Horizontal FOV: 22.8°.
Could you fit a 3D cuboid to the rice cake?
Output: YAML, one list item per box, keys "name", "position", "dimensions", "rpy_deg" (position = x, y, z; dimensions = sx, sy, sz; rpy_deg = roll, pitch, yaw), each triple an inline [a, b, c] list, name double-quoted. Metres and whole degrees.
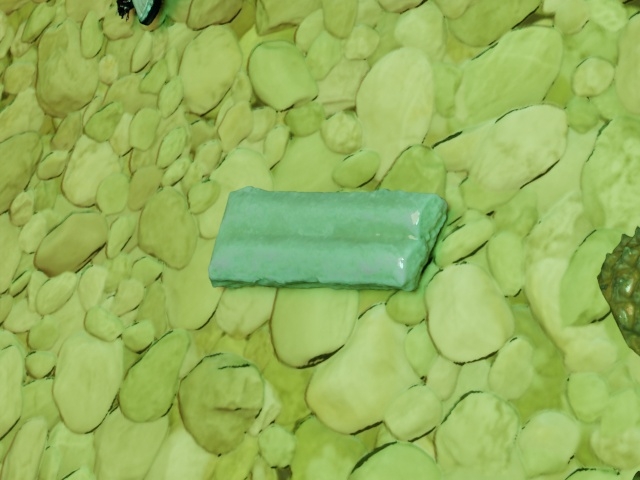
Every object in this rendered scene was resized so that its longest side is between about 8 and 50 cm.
- name: "rice cake"
  position: [0.000, 0.000, 1.272]
  dimensions: [0.226, 0.040, 0.085]
  rpy_deg: [1, 72, 41]

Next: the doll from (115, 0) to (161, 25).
- name: "doll"
  position: [-0.134, -0.303, 1.503]
  dimensions: [0.219, 0.067, 0.091]
  rpy_deg: [-54, 51, 10]

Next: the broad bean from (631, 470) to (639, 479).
- name: "broad bean"
  position: [0.162, 0.302, 0.992]
  dimensions: [0.075, 0.067, 0.325]
  rpy_deg: [173, 114, -72]

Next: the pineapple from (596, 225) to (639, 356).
- name: "pineapple"
  position: [0.309, -0.012, 0.966]
  dimensions: [0.277, 0.119, 0.130]
  rpy_deg: [-36, 33, 21]
